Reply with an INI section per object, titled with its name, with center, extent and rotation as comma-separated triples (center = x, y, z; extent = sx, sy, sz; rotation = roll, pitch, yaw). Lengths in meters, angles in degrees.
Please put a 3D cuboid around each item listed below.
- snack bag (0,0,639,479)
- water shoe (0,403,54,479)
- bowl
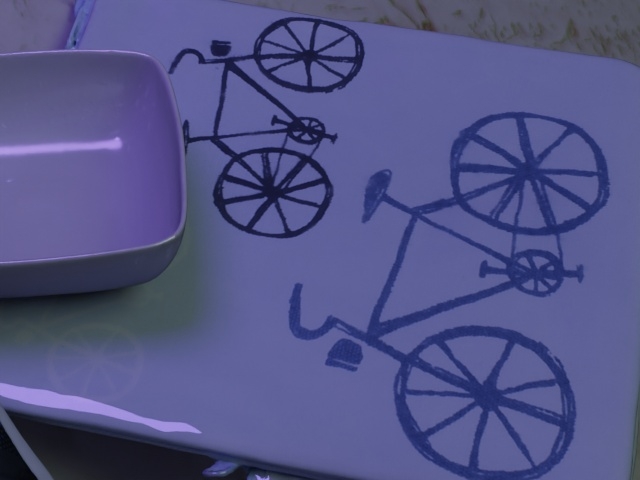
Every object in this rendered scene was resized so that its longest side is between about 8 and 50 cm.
[snack bag]
center = 0.000, 0.000, 0.896
extent = 0.343, 0.037, 0.323
rotation = 10, 49, 4
[water shoe]
center = -0.176, 0.077, 0.745
extent = 0.203, 0.073, 0.080
rotation = 49, 11, -9
[bowl]
center = -0.136, -0.027, 0.849
extent = 0.142, 0.053, 0.142
rotation = -4, 50, -8
